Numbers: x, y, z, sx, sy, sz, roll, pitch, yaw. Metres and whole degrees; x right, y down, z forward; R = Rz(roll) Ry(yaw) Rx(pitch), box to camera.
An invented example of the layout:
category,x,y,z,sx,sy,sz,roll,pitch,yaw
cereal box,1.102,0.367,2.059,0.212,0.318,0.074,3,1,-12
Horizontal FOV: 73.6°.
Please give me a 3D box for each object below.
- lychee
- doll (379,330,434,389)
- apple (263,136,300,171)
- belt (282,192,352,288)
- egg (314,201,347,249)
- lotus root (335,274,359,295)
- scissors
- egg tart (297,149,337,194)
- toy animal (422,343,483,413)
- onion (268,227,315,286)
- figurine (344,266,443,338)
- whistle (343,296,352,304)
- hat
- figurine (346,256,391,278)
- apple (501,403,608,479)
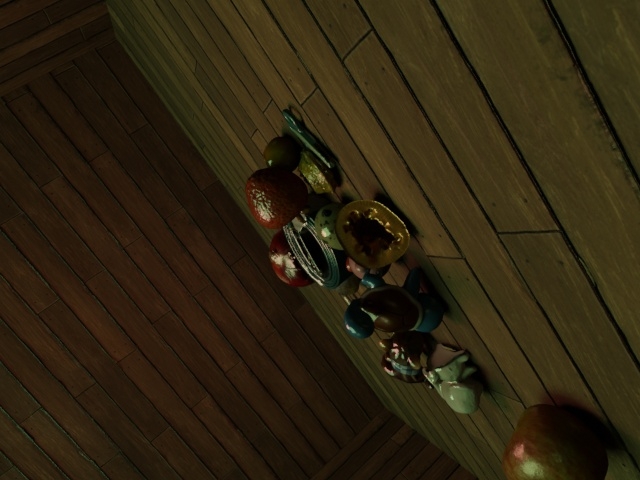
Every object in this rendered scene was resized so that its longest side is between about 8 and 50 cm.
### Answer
category,x,y,z,sx,sy,sz,roll,pitch,yaw
lychee,-0.164,-0.159,1.705,0.300,0.255,0.255,43,167,-15
doll,0.405,0.527,1.992,0.318,0.209,0.339,32,153,36
apple,-0.168,-0.350,1.774,0.163,0.147,0.146,47,163,25
belt,0.001,0.001,1.928,0.300,0.173,0.436,-13,111,54
egg,0.076,-0.050,1.702,0.177,0.177,0.228,35,172,47
lotus root,0.089,0.143,2.154,0.158,0.140,0.322,27,148,58
scissors,-0.042,-0.368,1.571,0.289,0.041,0.138,48,172,18
egg tart,-0.022,-0.253,1.643,0.212,0.090,0.212,52,176,5
toy animal,0.545,0.568,1.733,0.289,0.174,0.249,50,165,13
onion,-0.121,0.065,2.259,0.341,0.341,0.341,47,164,18
figurine,0.244,0.230,1.549,0.243,0.417,0.297,53,134,48
whistle,0.221,0.419,2.466,0.253,0.106,0.102,51,148,3
hat,0.198,-0.028,1.516,0.233,0.245,0.233,-12,-86,-74
figurine,0.195,0.073,1.645,0.173,0.173,0.173,47,164,18
apple,0.706,0.652,1.293,0.250,0.277,0.309,24,168,28
